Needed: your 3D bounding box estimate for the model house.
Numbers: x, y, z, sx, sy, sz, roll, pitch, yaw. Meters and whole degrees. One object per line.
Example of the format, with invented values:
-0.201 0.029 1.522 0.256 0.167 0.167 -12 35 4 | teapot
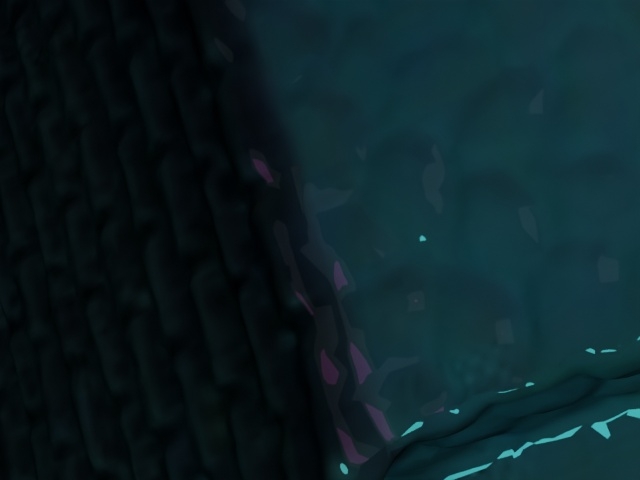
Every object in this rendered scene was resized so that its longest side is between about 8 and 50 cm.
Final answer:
0.000 0.000 0.561 0.339 0.297 0.360 -23 67 13 | model house
